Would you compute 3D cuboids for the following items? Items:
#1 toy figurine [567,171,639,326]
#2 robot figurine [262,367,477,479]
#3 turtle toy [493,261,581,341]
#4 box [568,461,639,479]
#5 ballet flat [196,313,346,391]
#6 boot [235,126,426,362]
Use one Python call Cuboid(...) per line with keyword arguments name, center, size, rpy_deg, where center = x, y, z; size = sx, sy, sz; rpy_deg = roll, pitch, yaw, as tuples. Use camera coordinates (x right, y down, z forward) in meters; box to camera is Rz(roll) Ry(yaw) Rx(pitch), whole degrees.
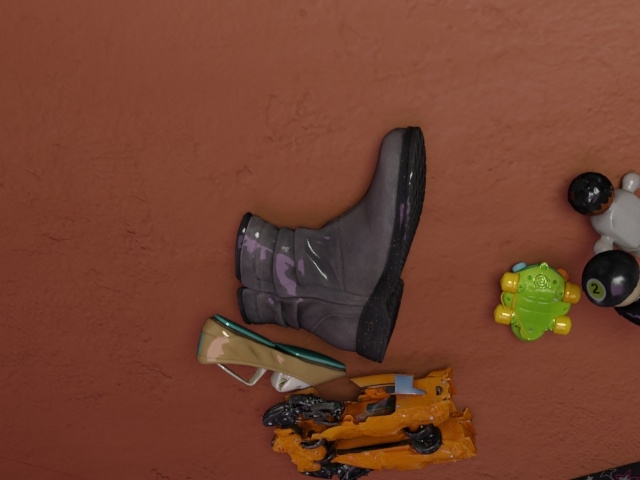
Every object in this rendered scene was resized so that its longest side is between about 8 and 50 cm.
Cuboid(name="toy figurine", center=(0.363, -0.023, 0.801), size=(0.148, 0.209, 0.213), rpy_deg=(30, 130, -26))
Cuboid(name="robot figurine", center=(0.065, 0.267, 1.137), size=(0.291, 0.085, 0.211), rpy_deg=(-11, 130, 20))
Cuboid(name="turtle toy", center=(0.265, 0.078, 0.981), size=(0.095, 0.066, 0.130), rpy_deg=(11, 125, 10))
Cuboid(name="box", center=(0.484, 0.404, 1.079), size=(0.247, 0.163, 0.142), rpy_deg=(-27, 111, 28))
Cuboid(name="ballet flat", center=(-0.069, 0.168, 1.083), size=(0.232, 0.080, 0.073), rpy_deg=(25, 87, -29))
Cuboid(name="boot", center=(0.000, 0.000, 0.976), size=(0.223, 0.118, 0.338), rpy_deg=(16, 121, 10))
